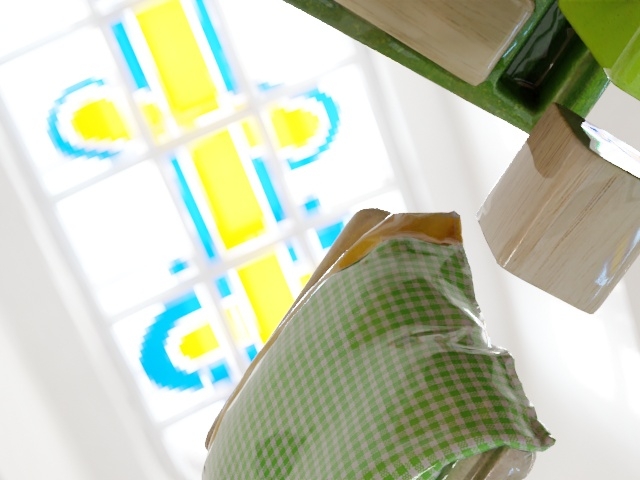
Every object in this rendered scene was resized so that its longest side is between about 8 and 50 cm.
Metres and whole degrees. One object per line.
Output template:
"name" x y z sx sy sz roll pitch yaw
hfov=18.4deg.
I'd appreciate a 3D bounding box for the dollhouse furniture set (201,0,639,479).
"dollhouse furniture set" 0.000 0.000 0.699 0.301 0.151 0.197 -56 -165 16
